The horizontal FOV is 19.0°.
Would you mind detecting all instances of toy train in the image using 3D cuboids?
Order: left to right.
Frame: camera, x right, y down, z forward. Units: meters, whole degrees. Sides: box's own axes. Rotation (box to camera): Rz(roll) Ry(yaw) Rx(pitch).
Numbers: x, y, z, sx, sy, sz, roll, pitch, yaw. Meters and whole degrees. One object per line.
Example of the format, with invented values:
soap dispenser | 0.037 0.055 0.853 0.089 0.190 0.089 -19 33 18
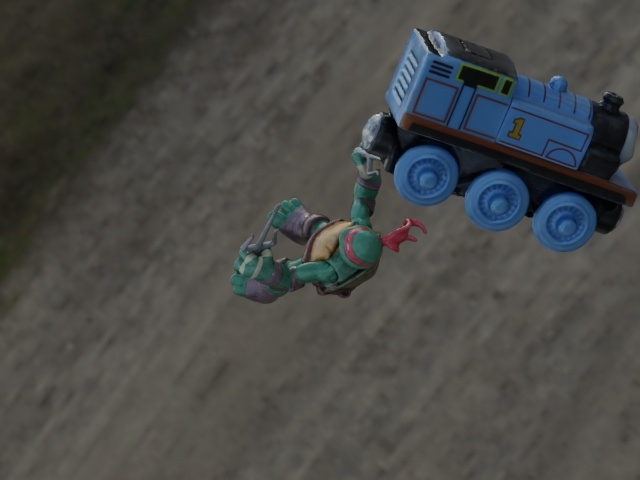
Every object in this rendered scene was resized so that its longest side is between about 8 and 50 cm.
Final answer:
toy train | 0.121 -0.063 1.231 0.080 0.184 0.105 -102 32 -66

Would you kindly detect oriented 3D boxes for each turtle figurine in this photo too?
turtle figurine | 0.000 0.000 1.801 0.175 0.118 0.234 -37 7 -23
